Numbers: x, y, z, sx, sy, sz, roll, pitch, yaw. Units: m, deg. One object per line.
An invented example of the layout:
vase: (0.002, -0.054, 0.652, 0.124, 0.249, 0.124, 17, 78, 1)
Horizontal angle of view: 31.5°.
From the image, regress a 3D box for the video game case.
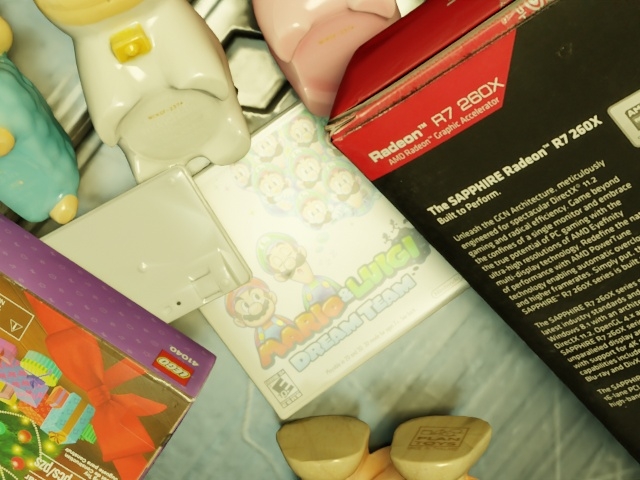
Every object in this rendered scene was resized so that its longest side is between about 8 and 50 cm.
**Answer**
video game case: (0.000, 0.000, 0.641, 0.157, 0.019, 0.143, -36, 98, 1)

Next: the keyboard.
keyboard: (-0.161, 0.046, 0.605, 0.256, 0.014, 0.072, -27, 101, 15)

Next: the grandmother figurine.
grandmother figurine: (0.060, 0.274, 0.645, 0.207, 0.104, 0.343, 0, 101, 24)

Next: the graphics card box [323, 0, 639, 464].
graphics card box: (0.210, -0.001, 0.526, 0.232, 0.094, 0.371, -32, 115, 31)

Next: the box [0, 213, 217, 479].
box: (-0.228, 0.065, 0.582, 0.293, 0.057, 0.201, 33, 109, -3)

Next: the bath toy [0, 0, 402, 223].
bath toy: (-0.025, -0.139, 0.577, 0.348, 0.151, 0.129, -20, 53, 0)
